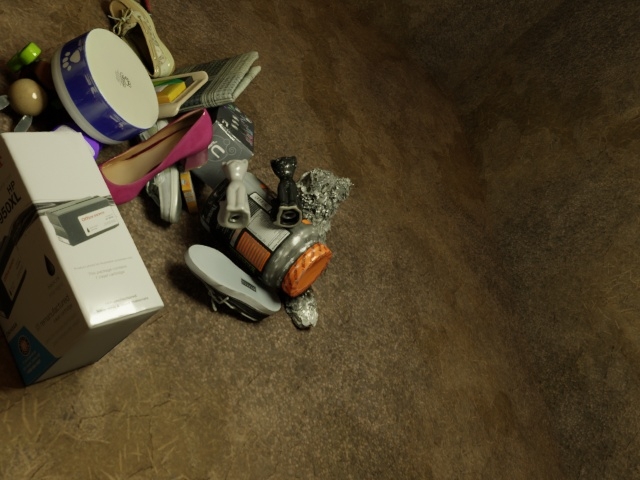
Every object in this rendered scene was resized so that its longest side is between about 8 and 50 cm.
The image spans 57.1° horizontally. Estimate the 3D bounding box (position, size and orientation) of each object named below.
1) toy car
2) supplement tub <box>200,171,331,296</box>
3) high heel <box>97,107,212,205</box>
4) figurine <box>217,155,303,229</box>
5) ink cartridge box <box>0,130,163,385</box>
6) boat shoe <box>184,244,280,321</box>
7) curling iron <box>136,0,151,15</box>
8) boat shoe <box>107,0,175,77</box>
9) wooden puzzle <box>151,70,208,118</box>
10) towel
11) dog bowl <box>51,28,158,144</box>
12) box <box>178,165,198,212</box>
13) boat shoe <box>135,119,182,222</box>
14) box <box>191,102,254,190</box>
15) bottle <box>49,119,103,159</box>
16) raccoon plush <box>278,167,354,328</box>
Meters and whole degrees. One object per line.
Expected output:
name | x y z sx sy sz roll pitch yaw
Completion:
toy car | -0.699 -0.343 1.404 0.155 0.148 0.188 46 58 -33
supplement tub | -0.146 -0.015 1.602 0.338 0.207 0.207 41 31 16
high heel | -0.438 -0.210 1.419 0.377 0.181 0.127 -30 67 -27
figurine | -0.157 -0.136 1.509 0.214 0.092 0.210 -3 54 -4
ink cartridge box | -0.513 0.030 1.130 0.166 0.285 0.395 -14 71 -53
boat shoe | -0.245 0.122 1.534 0.306 0.105 0.113 34 31 -38
curling iron | -0.614 -0.853 2.001 0.068 0.035 0.274 19 48 -41
boat shoe | -0.561 -0.629 1.809 0.285 0.104 0.089 53 31 -3
wooden puzzle | -0.456 -0.412 1.659 0.239 0.220 0.044 -72 152 -48
towel | -0.353 -0.466 1.776 0.324 0.312 0.056 -74 151 -49
dog bowl | -0.523 -0.377 1.450 0.265 0.104 0.265 55 23 -39
box | -0.364 -0.137 1.626 0.028 0.136 0.081 -11 62 -10
boat shoe | -0.436 -0.185 1.582 0.103 0.118 0.321 -10 66 -13
box | -0.297 -0.292 1.712 0.143 0.165 0.270 42 18 -25
bottle | -0.601 -0.223 1.416 0.118 0.092 0.283 46 34 -20
raccoon plush | 0.000 0.000 1.759 0.216 0.299 0.447 -5 65 -52
